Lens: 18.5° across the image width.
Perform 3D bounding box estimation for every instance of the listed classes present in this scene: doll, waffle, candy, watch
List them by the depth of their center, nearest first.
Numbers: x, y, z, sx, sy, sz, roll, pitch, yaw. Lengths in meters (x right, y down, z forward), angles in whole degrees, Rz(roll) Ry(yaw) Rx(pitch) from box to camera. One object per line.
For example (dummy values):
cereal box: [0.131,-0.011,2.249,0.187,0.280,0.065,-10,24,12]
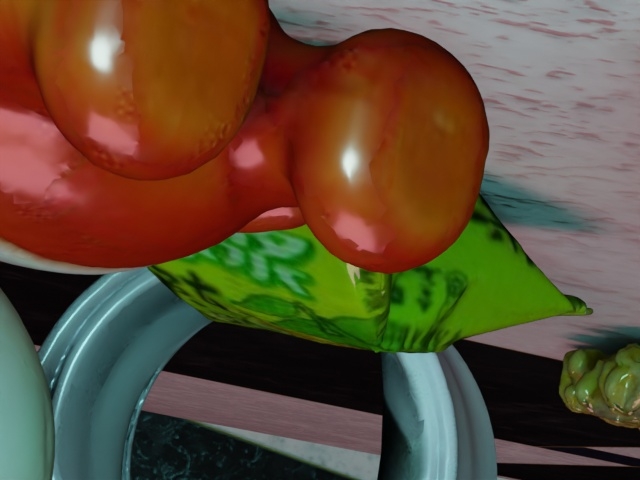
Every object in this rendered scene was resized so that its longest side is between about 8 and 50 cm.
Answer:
doll: [-0.127,-0.028,0.491,0.336,0.105,0.200,2,168,40]
candy: [0.000,0.000,0.651,0.149,0.069,0.246,9,170,24]
watch: [-0.010,0.125,0.893,0.244,0.231,0.196,20,171,16]
waffle: [0.205,0.084,1.013,0.160,0.046,0.192,11,172,1]

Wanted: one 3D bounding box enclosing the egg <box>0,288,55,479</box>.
egg: [-0.277,0.076,0.779,0.345,0.283,0.283,-3,170,4]
